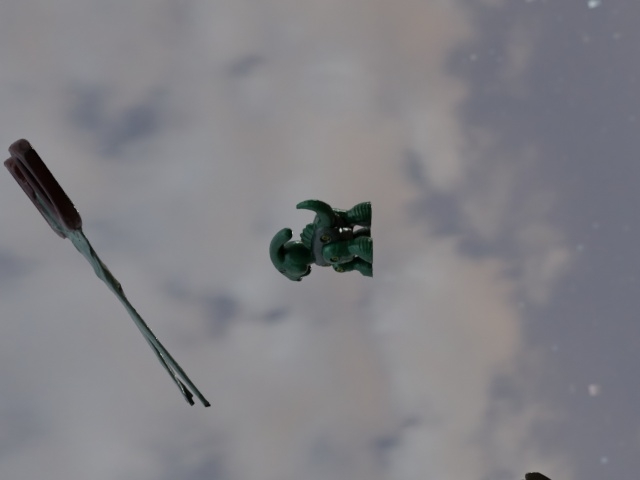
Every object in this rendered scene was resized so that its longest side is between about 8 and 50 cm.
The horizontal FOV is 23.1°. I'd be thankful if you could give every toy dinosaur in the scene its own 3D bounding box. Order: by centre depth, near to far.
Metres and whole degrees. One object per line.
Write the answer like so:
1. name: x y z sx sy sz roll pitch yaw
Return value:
1. toy dinosaur: 0.000 0.000 1.412 0.132 0.096 0.059 83 -177 -59

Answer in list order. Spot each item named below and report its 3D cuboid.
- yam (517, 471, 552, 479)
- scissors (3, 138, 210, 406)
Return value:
1. yam: 0.102 0.239 0.787 0.046 0.046 0.264 44 -140 -42
2. scissors: -0.165 0.030 1.215 0.017 0.144 0.248 -37 -85 -12
